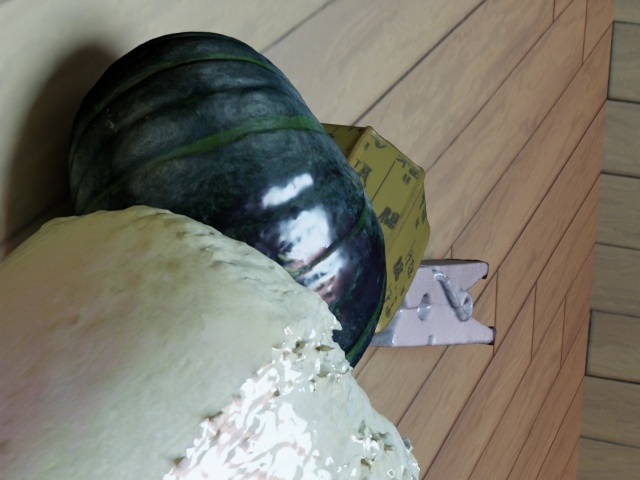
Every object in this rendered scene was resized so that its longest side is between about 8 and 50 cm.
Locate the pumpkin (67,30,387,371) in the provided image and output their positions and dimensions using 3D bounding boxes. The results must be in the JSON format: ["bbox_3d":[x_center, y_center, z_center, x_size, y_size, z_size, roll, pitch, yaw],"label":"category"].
[{"bbox_3d":[-0.073,-0.004,0.986,0.250,0.216,0.250,169,-90,-83],"label":"pumpkin"}]

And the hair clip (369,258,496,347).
[{"bbox_3d":[0.115,0.068,1.705,0.331,0.085,0.101,4,93,-69],"label":"hair clip"}]

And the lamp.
[{"bbox_3d":[0.000,0.000,1.245,0.185,0.161,0.161,-65,155,-48],"label":"lamp"}]

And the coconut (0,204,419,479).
[{"bbox_3d":[-0.117,0.167,0.756,0.309,0.297,0.297,-50,147,-30],"label":"coconut"}]
